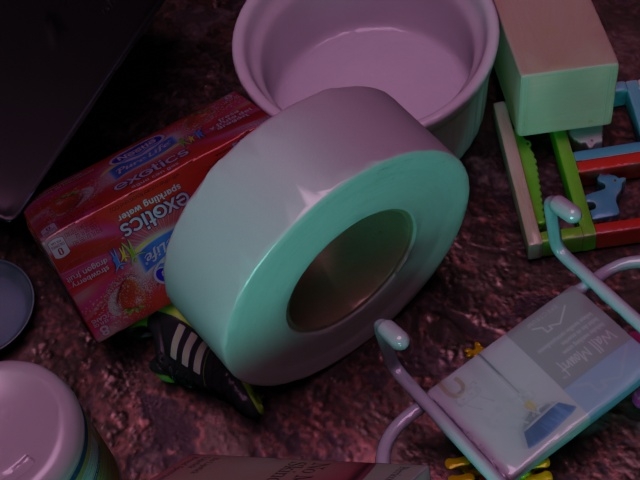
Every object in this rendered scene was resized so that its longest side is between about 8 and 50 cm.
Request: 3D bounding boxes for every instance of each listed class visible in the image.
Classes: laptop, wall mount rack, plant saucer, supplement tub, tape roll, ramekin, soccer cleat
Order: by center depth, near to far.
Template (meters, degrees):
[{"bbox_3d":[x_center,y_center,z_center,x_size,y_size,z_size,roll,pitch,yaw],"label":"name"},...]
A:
[{"bbox_3d":[0.217,0.122,1.047,0.350,0.130,0.304,-35,53,-13],"label":"wall mount rack"},{"bbox_3d":[-0.256,0.209,1.096,0.144,0.199,0.144,-4,57,6],"label":"supplement tub"},{"bbox_3d":[0.000,0.000,1.148,0.286,0.286,0.100,-36,61,-15],"label":"tape roll"},{"bbox_3d":[-0.120,0.123,1.223,0.072,0.060,0.179,-41,55,-7],"label":"soccer cleat"},{"bbox_3d":[-0.353,0.074,1.301,0.119,0.021,0.119,-3,58,5],"label":"plant saucer"},{"bbox_3d":[0.053,-0.180,1.344,0.277,0.135,0.277,-4,57,6],"label":"ramekin"},{"bbox_3d":[-0.419,-0.204,1.421,0.408,0.236,0.382,-14,41,53],"label":"laptop"}]

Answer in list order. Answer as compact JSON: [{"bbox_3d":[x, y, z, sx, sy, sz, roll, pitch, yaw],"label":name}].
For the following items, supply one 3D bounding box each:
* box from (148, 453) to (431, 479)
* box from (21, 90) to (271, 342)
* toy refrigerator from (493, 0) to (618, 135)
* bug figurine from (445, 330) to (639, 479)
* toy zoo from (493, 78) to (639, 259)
[{"bbox_3d":[-0.035,0.258,1.012,0.232,0.149,0.126,-3,99,25],"label":"box"},{"bbox_3d":[-0.153,-0.028,1.256,0.257,0.128,0.122,-30,28,-11],"label":"box"},{"bbox_3d":[0.235,-0.236,1.362,0.102,0.094,0.269,-8,48,-2],"label":"toy refrigerator"},{"bbox_3d":[0.251,0.172,1.130,0.279,0.072,0.216,-10,51,6],"label":"bug figurine"},{"bbox_3d":[0.343,-0.087,1.308,0.293,0.030,0.192,-8,56,2],"label":"toy zoo"}]
